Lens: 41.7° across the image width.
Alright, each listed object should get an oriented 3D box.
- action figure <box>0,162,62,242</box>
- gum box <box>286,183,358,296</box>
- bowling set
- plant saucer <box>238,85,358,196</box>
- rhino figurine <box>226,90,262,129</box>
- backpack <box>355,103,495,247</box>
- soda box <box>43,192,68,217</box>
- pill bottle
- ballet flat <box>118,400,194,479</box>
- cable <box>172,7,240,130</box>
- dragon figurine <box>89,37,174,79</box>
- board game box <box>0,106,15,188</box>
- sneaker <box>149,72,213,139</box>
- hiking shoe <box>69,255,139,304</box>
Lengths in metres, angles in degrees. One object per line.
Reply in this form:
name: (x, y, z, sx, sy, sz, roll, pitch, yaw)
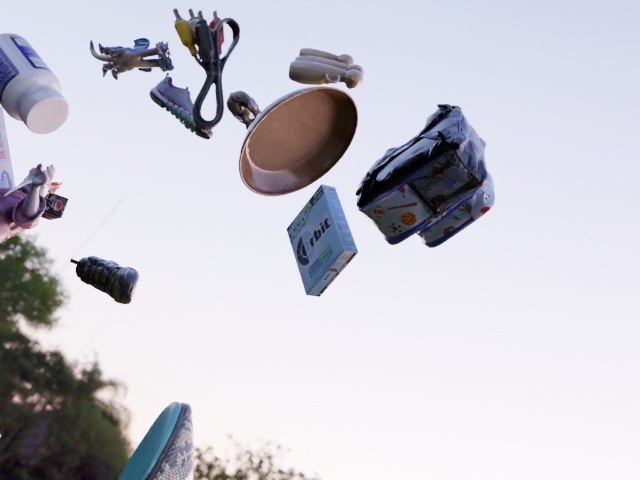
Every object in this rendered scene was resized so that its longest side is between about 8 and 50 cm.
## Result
action figure: (-0.590, -0.017, 1.457, 0.248, 0.370, 0.275, 20, -55, 28)
gum box: (0.000, 0.000, 1.787, 0.041, 0.184, 0.157, 10, -44, -33)
bowling set: (0.011, -0.310, 1.847, 0.154, 0.287, 0.199, 8, -67, 2)
plant saucer: (-0.037, -0.149, 1.211, 0.036, 0.199, 0.198, 53, -13, 30)
rhino figurine: (-0.198, -0.351, 2.303, 0.106, 0.073, 0.243, 47, 2, 4)
backpack: (0.204, -0.112, 1.646, 0.263, 0.276, 0.213, -29, -77, 20)
soda box: (-0.729, -0.092, 2.263, 0.053, 0.060, 0.169, 22, -11, -26)
pill bottle: (-0.540, -0.283, 1.534, 0.186, 0.112, 0.112, 48, -16, 26)
ballet flat: (-0.351, 0.534, 1.568, 0.182, 0.483, 0.164, 46, -38, -13)
cable: (-0.237, -0.377, 1.832, 0.140, 0.287, 0.072, -6, -5, -25)
dragon figurine: (-0.466, -0.453, 2.077, 0.289, 0.144, 0.085, 24, -57, 53)
board game box: (-0.916, -0.171, 2.157, 0.318, 0.066, 0.318, -1, -79, 33)
sneaker: (-0.390, -0.397, 2.475, 0.224, 0.098, 0.083, 39, -15, -11)
hiking shoe: (-0.482, 0.084, 1.854, 0.114, 0.086, 0.227, 16, -2, -34)
